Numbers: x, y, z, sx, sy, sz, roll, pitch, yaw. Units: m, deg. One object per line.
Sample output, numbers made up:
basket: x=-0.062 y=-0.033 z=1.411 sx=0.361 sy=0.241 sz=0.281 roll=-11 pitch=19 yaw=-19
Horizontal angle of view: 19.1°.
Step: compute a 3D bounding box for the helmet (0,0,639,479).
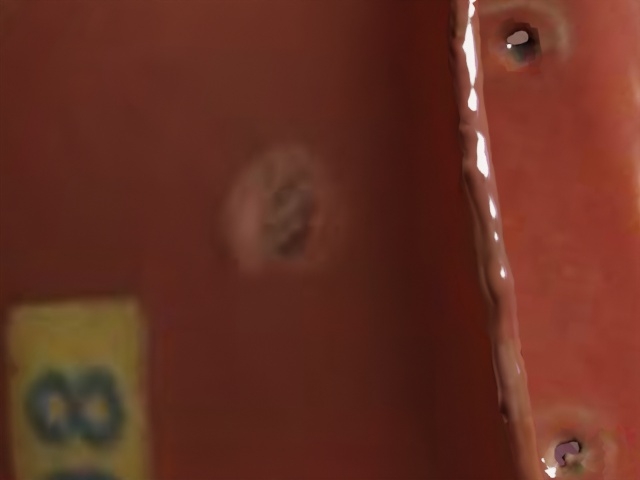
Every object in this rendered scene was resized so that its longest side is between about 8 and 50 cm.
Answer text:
helmet: x=-0.017 y=0.027 z=0.520 sx=0.337 sy=0.230 sz=0.385 roll=-49 pitch=131 yaw=-67
